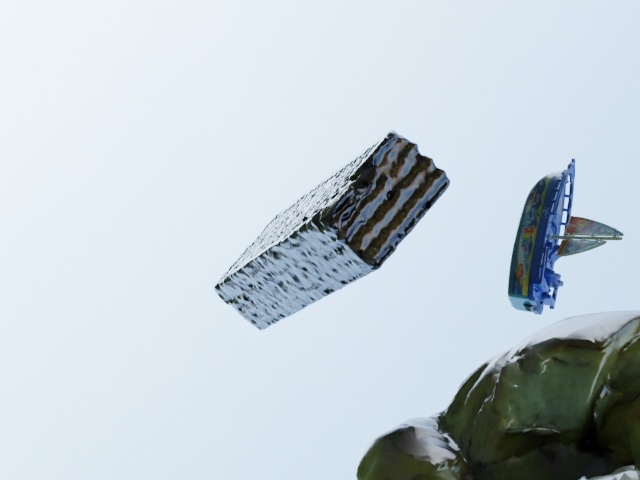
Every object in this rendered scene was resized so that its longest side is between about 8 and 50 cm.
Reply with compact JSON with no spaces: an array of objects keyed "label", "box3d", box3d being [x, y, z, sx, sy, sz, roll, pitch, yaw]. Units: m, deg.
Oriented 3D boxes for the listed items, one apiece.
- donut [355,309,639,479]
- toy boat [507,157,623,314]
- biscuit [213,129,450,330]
[{"label":"donut","box3d":[0.183,0.188,1.093,0.360,0.170,0.360,-16,-158,7]},{"label":"toy boat","box3d":[0.263,-0.005,1.659,0.110,0.091,0.175,6,-110,19]},{"label":"biscuit","box3d":[0.000,0.000,1.431,0.107,0.073,0.388,-50,-175,-20]}]
